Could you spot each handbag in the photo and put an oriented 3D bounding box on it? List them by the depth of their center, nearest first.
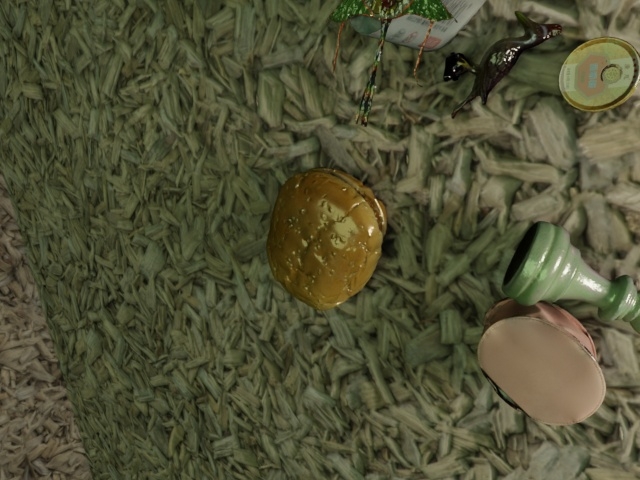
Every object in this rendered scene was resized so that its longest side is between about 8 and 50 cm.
[{"bbox_3d":[0.366,0.195,0.785,0.205,0.116,0.179,46,123,14],"label":"handbag"}]

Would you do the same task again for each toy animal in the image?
[{"bbox_3d":[0.282,-0.288,0.751,0.202,0.070,0.105,-26,101,33],"label":"toy animal"}]

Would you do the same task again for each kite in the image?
[{"bbox_3d":[0.086,-0.276,0.628,0.198,0.006,0.244,21,114,30],"label":"kite"}]

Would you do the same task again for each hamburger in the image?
[{"bbox_3d":[0.001,0.000,0.961,0.260,0.145,0.283,28,122,21],"label":"hamburger"}]

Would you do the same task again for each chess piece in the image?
[{"bbox_3d":[0.437,0.080,0.716,0.272,0.139,0.139,25,116,13],"label":"chess piece"}]

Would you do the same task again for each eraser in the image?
[{"bbox_3d":[0.162,-0.372,0.696,0.081,0.227,0.174,53,126,14],"label":"eraser"}]

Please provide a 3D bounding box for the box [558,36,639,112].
[{"bbox_3d":[0.409,-0.242,0.683,0.106,0.037,0.105,10,108,31],"label":"box"}]
